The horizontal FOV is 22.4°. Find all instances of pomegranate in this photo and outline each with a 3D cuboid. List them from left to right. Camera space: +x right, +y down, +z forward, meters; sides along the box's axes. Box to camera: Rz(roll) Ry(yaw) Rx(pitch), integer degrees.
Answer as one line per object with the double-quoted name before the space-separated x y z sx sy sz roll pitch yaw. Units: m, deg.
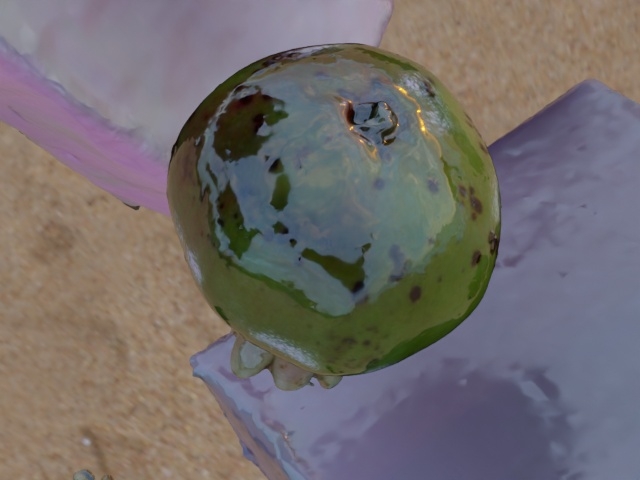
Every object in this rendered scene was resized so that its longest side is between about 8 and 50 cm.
"pomegranate" 0.000 0.000 0.556 0.115 0.142 0.114 9 50 -11

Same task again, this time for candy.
"candy" -0.101 -0.123 0.712 0.116 0.265 0.155 17 76 46

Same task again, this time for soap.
"soap" 0.120 0.073 0.833 0.296 0.107 0.285 -35 39 -8

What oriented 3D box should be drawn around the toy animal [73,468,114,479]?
"toy animal" -0.231 0.237 0.982 0.149 0.054 0.275 -21 14 48
